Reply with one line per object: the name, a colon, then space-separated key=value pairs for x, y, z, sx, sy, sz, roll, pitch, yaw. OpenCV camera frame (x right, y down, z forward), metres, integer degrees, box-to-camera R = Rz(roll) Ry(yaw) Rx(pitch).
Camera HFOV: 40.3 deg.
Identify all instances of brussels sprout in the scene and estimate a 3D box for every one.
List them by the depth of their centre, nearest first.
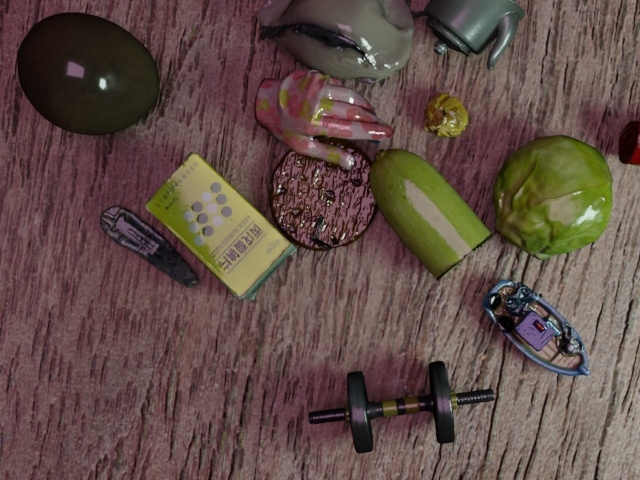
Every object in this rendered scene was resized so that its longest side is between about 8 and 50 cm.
brussels sprout: x=0.402 y=-0.078 z=1.509 sx=0.223 sy=0.161 sz=0.223 roll=0 pitch=85 yaw=-3

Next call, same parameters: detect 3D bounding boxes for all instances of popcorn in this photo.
popcorn: x=0.224 y=-0.224 z=1.566 sx=0.084 sy=0.084 sz=0.084 roll=0 pitch=89 yaw=4

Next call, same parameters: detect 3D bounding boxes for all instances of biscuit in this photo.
biscuit: x=0.006 y=-0.086 z=1.599 sx=0.212 sy=0.036 sz=0.212 roll=0 pitch=88 yaw=3

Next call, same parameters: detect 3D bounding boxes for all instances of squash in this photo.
squash: x=0.180 y=-0.061 z=1.542 sx=0.132 sy=0.132 sz=0.247 roll=-39 pitch=86 yaw=2

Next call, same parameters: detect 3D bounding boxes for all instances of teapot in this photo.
teapot: x=0.245 y=-0.396 z=1.544 sx=0.239 sy=0.162 sz=0.149 roll=45 pitch=105 yaw=28

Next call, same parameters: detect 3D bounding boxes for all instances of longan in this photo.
longan: x=-0.417 y=-0.299 z=1.548 sx=0.215 sy=0.246 sz=0.246 roll=-42 pitch=86 yaw=16

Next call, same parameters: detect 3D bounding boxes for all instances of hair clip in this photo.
hair clip: x=-0.314 y=0.015 z=1.618 sx=0.229 sy=0.036 sz=0.066 roll=37 pitch=87 yaw=10

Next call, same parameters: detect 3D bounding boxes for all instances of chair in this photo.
chair: x=0.002 y=0.000 z=1.561 sx=0.042 sy=0.037 sz=0.086 roll=23 pitch=97 yaw=15

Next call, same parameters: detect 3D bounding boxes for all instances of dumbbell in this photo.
dumbbell: x=0.140 y=0.291 z=1.529 sx=0.325 sy=0.143 sz=0.143 roll=-8 pitch=88 yaw=4

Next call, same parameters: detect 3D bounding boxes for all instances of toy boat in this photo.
toy boat: x=0.387 y=0.159 z=1.539 sx=0.223 sy=0.097 sz=0.100 roll=41 pitch=95 yaw=4

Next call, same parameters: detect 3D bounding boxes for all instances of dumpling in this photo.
dumpling: x=0.031 y=-0.396 z=1.546 sx=0.293 sy=0.163 sz=0.205 roll=27 pitch=95 yaw=16

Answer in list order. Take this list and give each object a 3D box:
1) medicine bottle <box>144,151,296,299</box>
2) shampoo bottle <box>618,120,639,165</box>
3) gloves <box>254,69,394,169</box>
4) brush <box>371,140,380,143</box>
medicine bottle: x=-0.176 y=-0.021 z=1.561 sx=0.250 sy=0.141 sz=0.137 roll=43 pitch=88 yaw=3
shampoo bottle: x=0.685 y=-0.154 z=1.513 sx=0.314 sy=0.118 sz=0.076 roll=6 pitch=85 yaw=4
gloves: x=0.009 y=-0.220 z=1.538 sx=0.241 sy=0.126 sz=0.145 roll=11 pitch=63 yaw=23
brush: x=0.038 y=-0.218 z=1.610 sx=0.164 sy=0.014 sz=0.051 roll=26 pitch=87 yaw=3
